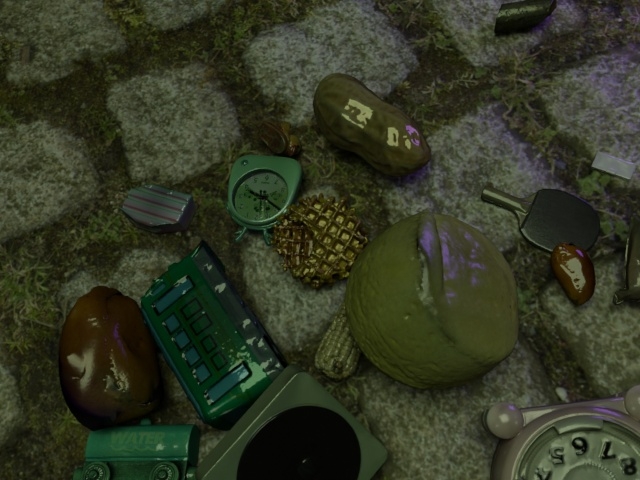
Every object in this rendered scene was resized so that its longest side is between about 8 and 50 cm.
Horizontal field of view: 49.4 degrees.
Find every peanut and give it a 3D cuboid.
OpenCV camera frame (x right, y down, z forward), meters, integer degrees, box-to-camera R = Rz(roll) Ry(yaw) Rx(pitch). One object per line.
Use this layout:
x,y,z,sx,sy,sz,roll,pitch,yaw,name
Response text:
0.101,-0.244,1.505,0.313,0.152,0.152,40,78,20,peanut

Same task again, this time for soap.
-0.364,-0.069,1.557,0.149,0.056,0.100,16,68,15,soap

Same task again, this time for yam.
0.472,-0.522,1.612,0.147,0.069,0.069,-7,66,6,yam

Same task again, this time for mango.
0.492,0.064,1.351,0.077,0.063,0.127,-14,70,-2,mango
-0.418,0.226,1.368,0.153,0.201,0.287,-30,52,18,mango

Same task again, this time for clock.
-0.129,-0.084,1.519,0.159,0.066,0.210,7,68,13,clock
0.434,0.423,1.144,0.342,0.184,0.325,-11,69,10,clock

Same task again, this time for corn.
0.057,0.174,1.364,0.087,0.087,0.210,19,72,17,corn

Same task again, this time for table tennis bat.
0.450,-0.054,1.433,0.247,0.022,0.138,24,73,17,table tennis bat

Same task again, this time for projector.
-0.047,0.389,1.224,0.259,0.079,0.257,-47,111,-12,projector

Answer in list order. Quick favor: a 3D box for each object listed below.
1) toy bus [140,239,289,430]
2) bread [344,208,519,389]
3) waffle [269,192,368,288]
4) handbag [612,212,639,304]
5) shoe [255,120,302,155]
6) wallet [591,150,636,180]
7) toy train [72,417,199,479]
-0.203,0.194,1.347,0.199,0.183,0.343,-35,64,-5,toy bus
0.202,0.110,1.278,0.321,0.237,0.320,14,63,-28,bread
0.000,0.000,1.435,0.197,0.070,0.193,-30,83,-11,waffle
0.693,0.047,1.296,0.271,0.117,0.182,7,81,12,handbag
-0.091,-0.236,1.578,0.109,0.069,0.072,22,109,29,shoe
0.614,-0.156,1.455,0.083,0.011,0.044,24,73,18,wallet
-0.344,0.416,1.325,0.248,0.101,0.159,-4,53,7,toy train
